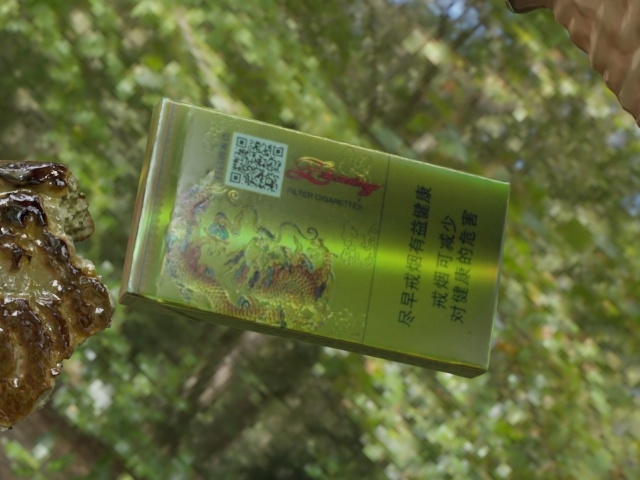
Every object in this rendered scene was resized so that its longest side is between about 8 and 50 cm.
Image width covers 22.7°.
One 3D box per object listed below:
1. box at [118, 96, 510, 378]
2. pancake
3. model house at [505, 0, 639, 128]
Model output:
[{"bbox_3d":[0.000,0.000,1.320,0.311,0.173,0.043,12,-17,-14],"label":"box"},{"bbox_3d":[-0.278,0.015,1.202,0.257,0.212,0.056,32,-17,-15],"label":"pancake"},{"bbox_3d":[0.326,-0.310,1.039,0.400,0.395,0.445,54,-30,33],"label":"model house"}]
